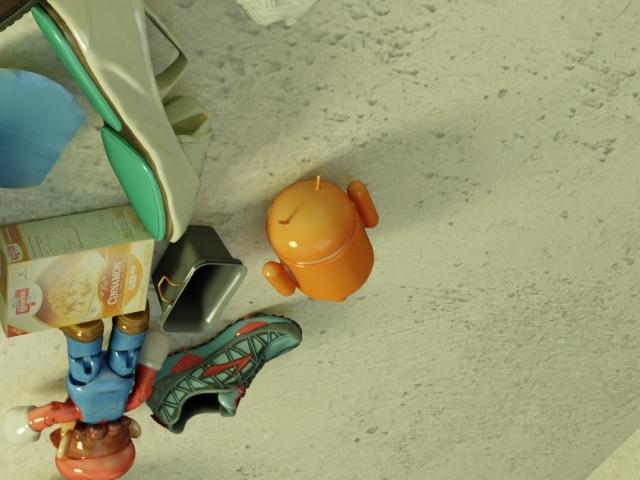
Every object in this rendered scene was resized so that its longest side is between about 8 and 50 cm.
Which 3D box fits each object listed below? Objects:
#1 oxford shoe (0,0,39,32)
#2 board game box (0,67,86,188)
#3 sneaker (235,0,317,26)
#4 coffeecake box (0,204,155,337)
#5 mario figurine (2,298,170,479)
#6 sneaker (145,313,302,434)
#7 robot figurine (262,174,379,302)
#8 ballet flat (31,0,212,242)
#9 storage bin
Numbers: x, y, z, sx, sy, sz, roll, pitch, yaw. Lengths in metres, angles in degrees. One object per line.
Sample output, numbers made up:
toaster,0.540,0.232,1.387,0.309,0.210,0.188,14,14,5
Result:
oxford shoe,-0.368,-0.234,1.131,0.227,0.083,0.096,-22,139,-14
board game box,-0.344,-0.131,1.309,0.133,0.033,0.169,22,126,-30
sneaker,-0.069,-0.270,1.323,0.152,0.054,0.061,5,134,-40
coffeecake box,-0.314,0.038,1.509,0.185,0.068,0.142,-11,141,-24
mario figurine,-0.332,0.201,1.687,0.198,0.170,0.321,15,123,1
sneaker,-0.135,0.211,1.796,0.261,0.125,0.104,-26,145,-6
robot figurine,0.001,-0.002,1.637,0.158,0.128,0.219,-12,147,11
ballet flat,-0.191,-0.147,1.334,0.139,0.139,0.400,-26,142,-6
storage bin,-0.177,0.047,1.597,0.098,0.091,0.135,4,132,-38
